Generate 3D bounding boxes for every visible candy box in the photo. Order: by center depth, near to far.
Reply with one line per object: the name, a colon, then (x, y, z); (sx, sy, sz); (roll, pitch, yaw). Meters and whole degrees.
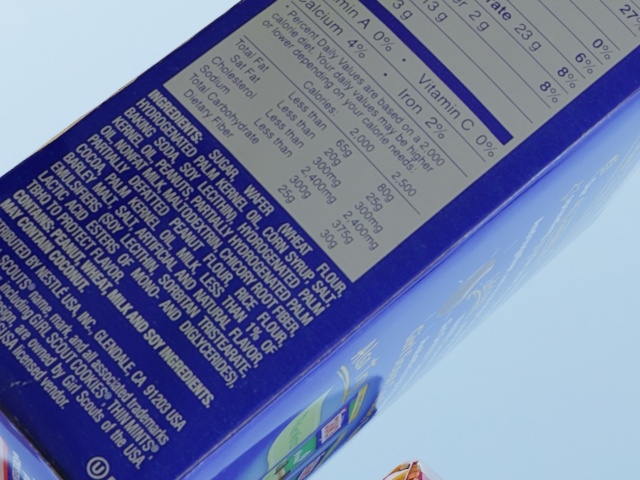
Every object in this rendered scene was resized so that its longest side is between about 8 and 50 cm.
candy box: (0.000, 0.000, 0.697); (0.317, 0.268, 0.122); (-38, -101, -21)

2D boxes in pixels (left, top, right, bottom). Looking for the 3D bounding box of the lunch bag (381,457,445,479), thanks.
lunch bag: (0.002, 0.271, 1.076); (0.293, 0.120, 0.258); (-52, -169, 30)
